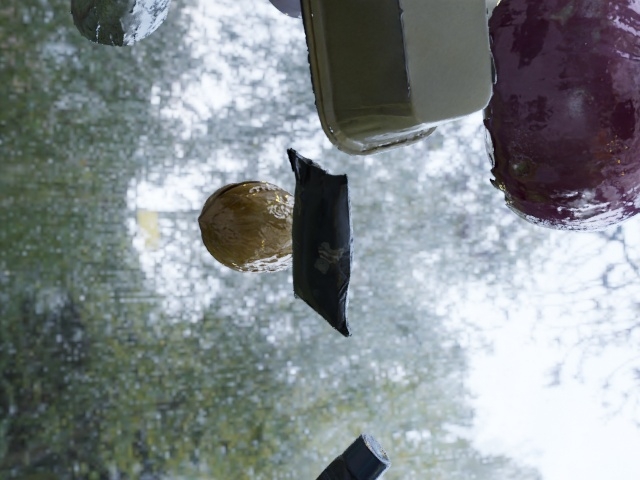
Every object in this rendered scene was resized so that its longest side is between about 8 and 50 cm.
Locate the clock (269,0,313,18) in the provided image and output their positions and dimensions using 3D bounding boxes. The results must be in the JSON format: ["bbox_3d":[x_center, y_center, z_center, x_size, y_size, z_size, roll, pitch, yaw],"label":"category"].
[{"bbox_3d":[0.000,-0.403,1.051,0.322,0.295,0.113,63,-17,5],"label":"clock"}]

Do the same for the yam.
[{"bbox_3d":[-0.274,-0.393,1.454,0.254,0.154,0.154,117,-37,-55],"label":"yam"}]

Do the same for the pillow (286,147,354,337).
[{"bbox_3d":[0.001,0.000,0.902,0.090,0.048,0.150,-123,-150,-65],"label":"pillow"}]

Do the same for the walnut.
[{"bbox_3d":[-0.096,-0.019,1.525,0.144,0.180,0.144,-21,-116,50],"label":"walnut"}]

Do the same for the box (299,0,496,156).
[{"bbox_3d":[0.043,-0.140,0.624,0.111,0.111,0.177,22,-58,59],"label":"box"}]

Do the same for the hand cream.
[{"bbox_3d":[-0.001,0.415,1.586,0.270,0.061,0.120,-50,-157,7],"label":"hand cream"}]

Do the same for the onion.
[{"bbox_3d":[0.348,-0.183,1.281,0.358,0.345,0.358,-169,-90,-89],"label":"onion"}]
